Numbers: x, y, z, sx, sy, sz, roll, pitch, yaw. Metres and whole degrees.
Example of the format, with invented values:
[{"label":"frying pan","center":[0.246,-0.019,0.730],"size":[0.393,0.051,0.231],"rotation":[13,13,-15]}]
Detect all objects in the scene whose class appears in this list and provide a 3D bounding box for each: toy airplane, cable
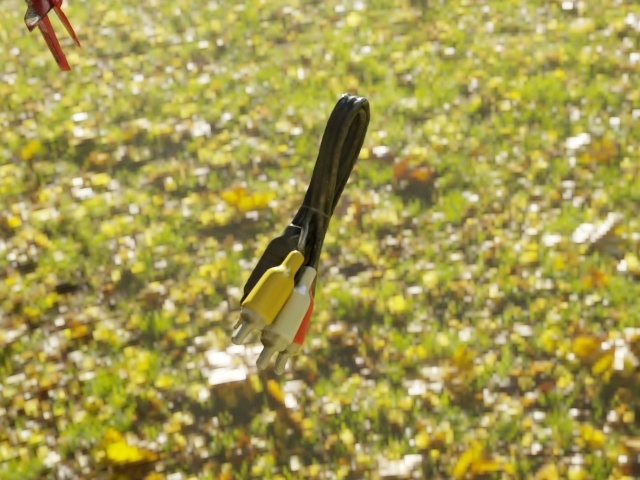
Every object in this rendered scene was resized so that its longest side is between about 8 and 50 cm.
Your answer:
[{"label":"toy airplane","center":[-0.190,-0.170,0.821],"size":[0.028,0.151,0.151],"rotation":[-27,33,-5]},{"label":"cable","center":[0.000,0.000,1.251],"size":[0.072,0.139,0.287],"rotation":[25,79,28]}]
